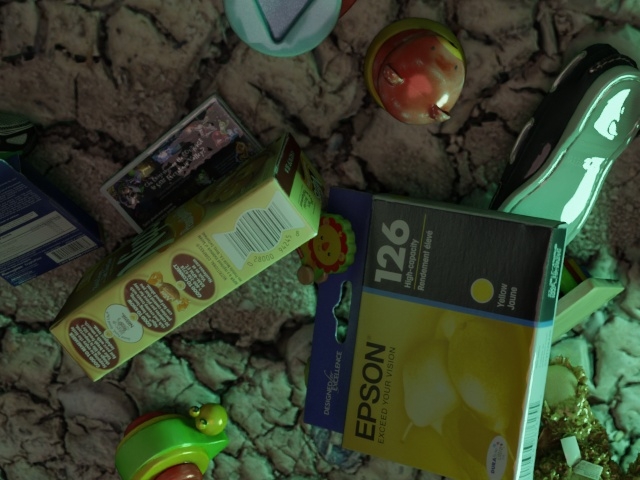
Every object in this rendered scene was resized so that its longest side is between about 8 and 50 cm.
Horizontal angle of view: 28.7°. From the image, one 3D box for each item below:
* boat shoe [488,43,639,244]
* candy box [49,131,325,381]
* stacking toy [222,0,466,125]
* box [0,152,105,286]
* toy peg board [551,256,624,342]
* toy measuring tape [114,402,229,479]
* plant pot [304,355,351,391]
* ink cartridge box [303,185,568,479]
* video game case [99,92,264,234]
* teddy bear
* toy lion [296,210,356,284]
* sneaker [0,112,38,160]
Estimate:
[{"bbox_3d":[0.272,-0.087,1.457,0.114,0.091,0.302,22,116,-31],"label":"boat shoe"},{"bbox_3d":[-0.147,0.016,1.440,0.316,0.183,0.087,-33,105,14],"label":"candy box"},{"bbox_3d":[0.061,-0.287,1.372,0.309,0.130,0.280,26,109,-7],"label":"stacking toy"},{"bbox_3d":[-0.368,-0.028,1.468,0.136,0.036,0.225,-24,148,11],"label":"box"},{"bbox_3d":[0.260,0.073,1.495,0.161,0.160,0.079,-39,73,19],"label":"toy peg board"},{"bbox_3d":[-0.246,0.318,1.610,0.121,0.121,0.330,43,106,-12],"label":"toy measuring tape"},{"bbox_3d":[0.024,0.170,1.571,0.079,0.083,0.083,-5,110,17],"label":"plant pot"},{"bbox_3d":[0.113,0.106,1.441,0.307,0.072,0.304,10,97,27],"label":"ink cartridge box"},{"bbox_3d":[-0.142,-0.057,1.524,0.190,0.022,0.173,-37,104,15],"label":"video game case"},{"bbox_3d":[0.318,0.311,1.568,0.338,0.113,0.245,43,84,3],"label":"teddy bear"},{"bbox_3d":[0.000,0.000,1.489,0.096,0.034,0.100,-47,61,37],"label":"toy lion"},{"bbox_3d":[-0.494,-0.167,1.445,0.343,0.134,0.146,16,99,-9],"label":"sneaker"}]
